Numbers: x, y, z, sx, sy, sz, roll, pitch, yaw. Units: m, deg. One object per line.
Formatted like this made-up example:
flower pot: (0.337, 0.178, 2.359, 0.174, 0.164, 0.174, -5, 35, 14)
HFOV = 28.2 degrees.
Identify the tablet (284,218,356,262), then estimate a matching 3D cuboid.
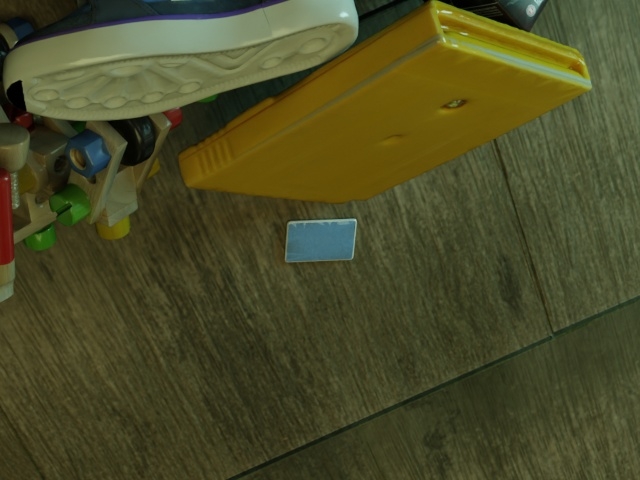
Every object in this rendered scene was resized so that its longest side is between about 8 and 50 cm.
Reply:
tablet: (0.000, 0.000, 1.487, 0.083, 0.006, 0.054, -2, 118, -13)

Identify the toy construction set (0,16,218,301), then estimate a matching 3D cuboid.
toy construction set: (-0.266, -0.048, 1.233, 0.258, 0.308, 0.237, 12, 127, 7)

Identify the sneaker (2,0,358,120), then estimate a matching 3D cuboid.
sneaker: (-0.140, -0.250, 1.126, 0.323, 0.236, 0.130, -14, 163, -14)

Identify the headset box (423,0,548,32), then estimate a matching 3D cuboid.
headset box: (0.128, -0.369, 1.223, 0.293, 0.110, 0.218, 41, 74, -28)

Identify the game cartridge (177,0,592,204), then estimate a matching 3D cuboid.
game cartridge: (0.065, -0.122, 1.268, 0.324, 0.052, 0.285, -24, 162, 35)
